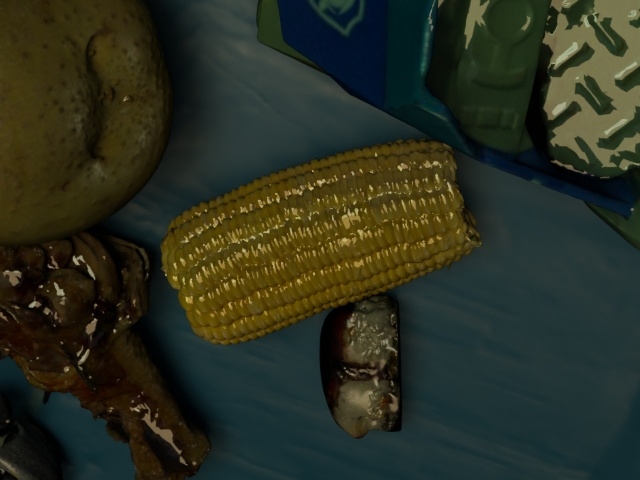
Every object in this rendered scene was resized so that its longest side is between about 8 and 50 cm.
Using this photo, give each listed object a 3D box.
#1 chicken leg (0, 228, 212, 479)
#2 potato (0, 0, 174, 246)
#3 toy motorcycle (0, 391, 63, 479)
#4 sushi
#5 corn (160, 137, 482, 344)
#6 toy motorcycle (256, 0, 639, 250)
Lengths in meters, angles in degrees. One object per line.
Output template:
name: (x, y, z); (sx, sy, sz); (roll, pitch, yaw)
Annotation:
chicken leg: (-0.132, 0.056, 0.555); (0.196, 0.080, 0.125); (34, 119, -13)
potato: (-0.176, -0.083, 0.482); (0.194, 0.157, 0.157); (14, 111, 26)
toy motorcycle: (-0.229, 0.132, 0.593); (0.193, 0.061, 0.124); (22, 115, -7)
sushi: (0.022, 0.073, 0.552); (0.046, 0.044, 0.083); (-1, 106, 6)
corn: (0.000, 0.000, 0.520); (0.165, 0.063, 0.085); (-17, 96, 10)
toy motorcycle: (0.112, -0.091, 0.408); (0.326, 0.200, 0.191); (9, 109, 2)
